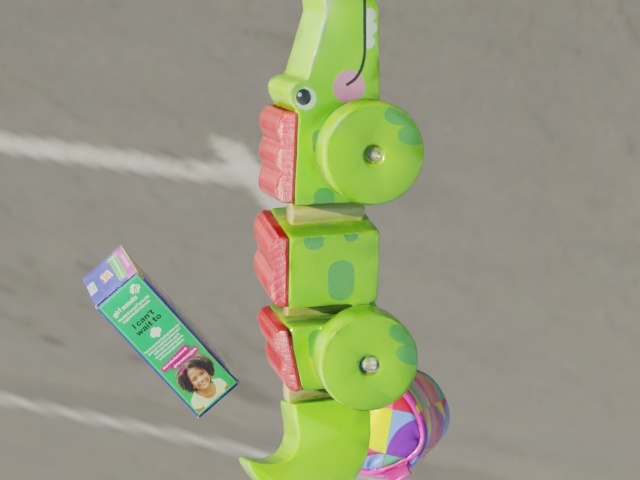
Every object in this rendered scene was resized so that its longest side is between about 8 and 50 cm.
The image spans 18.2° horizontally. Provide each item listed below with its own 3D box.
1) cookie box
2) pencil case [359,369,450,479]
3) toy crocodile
[{"bbox_3d":[-0.110,0.061,1.368,0.107,0.040,0.092,48,179,-17],"label":"cookie box"},{"bbox_3d":[0.067,0.177,1.927,0.104,0.104,0.236,15,-176,10],"label":"pencil case"},{"bbox_3d":[0.000,0.000,1.282,0.105,0.340,0.115,-3,-166,-14],"label":"toy crocodile"}]
